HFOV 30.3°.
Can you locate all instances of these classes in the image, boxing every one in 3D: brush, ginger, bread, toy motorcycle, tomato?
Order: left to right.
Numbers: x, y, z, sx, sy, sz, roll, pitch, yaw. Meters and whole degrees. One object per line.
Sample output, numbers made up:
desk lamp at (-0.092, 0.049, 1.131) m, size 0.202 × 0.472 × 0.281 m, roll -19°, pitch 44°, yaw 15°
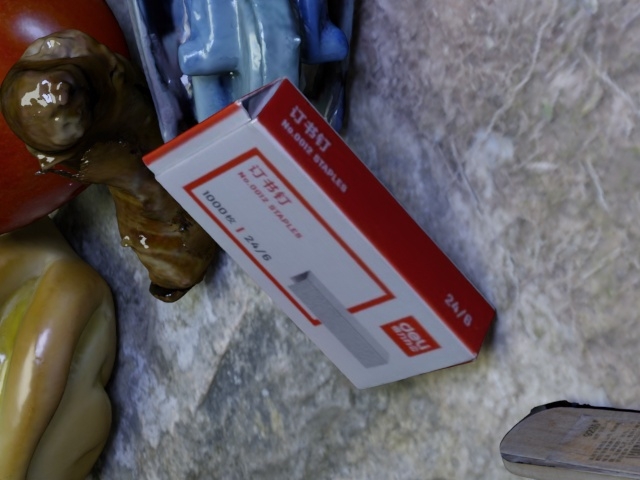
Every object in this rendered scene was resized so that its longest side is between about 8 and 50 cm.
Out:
bread at (-0.330, 0.131, 1.157) m, size 0.270 × 0.211 × 0.315 m, roll 48°, pitch 131°, yaw 32°
tomato at (-0.292, -0.128, 1.039) m, size 0.298 × 0.298 × 0.226 m, roll -13°, pitch 123°, yaw 49°
ginger at (-0.156, -0.066, 0.914) m, size 0.107 × 0.309 × 0.133 m, roll -1°, pitch 61°, yaw 20°
toy motorcycle at (-0.084, -0.219, 0.843) m, size 0.241 × 0.182 × 0.319 m, roll -4°, pitch 94°, yaw 49°
brush at (0.236, 0.135, 0.618) m, size 0.327 × 0.070 × 0.065 m, roll -4°, pitch 110°, yaw 48°

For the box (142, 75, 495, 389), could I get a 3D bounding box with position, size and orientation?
box at (0.000, -0.001, 0.779) m, size 0.229 × 0.050 × 0.123 m, roll 47°, pitch 139°, yaw -18°
